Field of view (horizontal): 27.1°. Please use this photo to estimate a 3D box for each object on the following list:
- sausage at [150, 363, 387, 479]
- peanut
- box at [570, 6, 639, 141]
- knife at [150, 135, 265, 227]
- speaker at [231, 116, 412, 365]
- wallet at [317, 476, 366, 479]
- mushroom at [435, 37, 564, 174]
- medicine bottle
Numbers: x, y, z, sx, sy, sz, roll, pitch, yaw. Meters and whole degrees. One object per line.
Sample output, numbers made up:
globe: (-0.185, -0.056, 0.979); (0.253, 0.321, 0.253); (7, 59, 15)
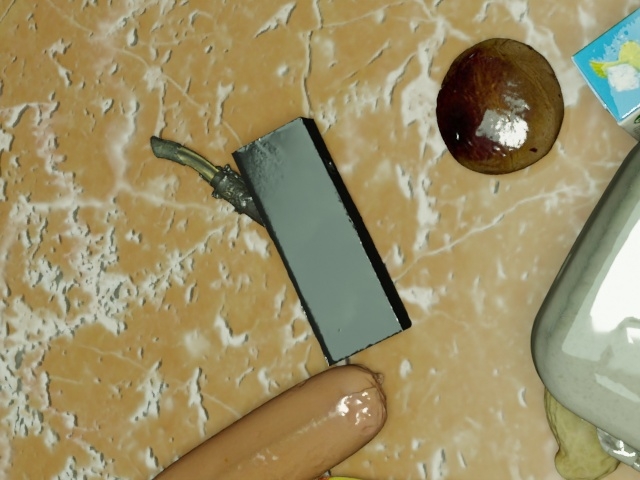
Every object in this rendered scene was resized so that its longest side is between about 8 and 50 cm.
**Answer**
sausage: (-0.060, 0.205, 1.230); (0.289, 0.086, 0.086); (-35, 75, 17)
peanut: (0.236, 0.115, 1.124); (0.082, 0.082, 0.187); (16, 93, 21)
box: (0.312, -0.167, 1.075); (0.194, 0.139, 0.073); (-35, 75, 16)
knife: (-0.076, -0.044, 1.284); (0.222, 0.021, 0.045); (25, 97, 17)
speaker: (0.000, 0.000, 1.226); (0.082, 0.044, 0.218); (-28, 83, 15)
wallet: (0.028, 0.317, 1.142); (0.141, 0.067, 0.241); (3, 47, 25)
mushroom: (0.157, -0.119, 1.182); (0.123, 0.052, 0.123); (-2, 85, 18)
medicine bottle: (0.364, 0.086, 1.010); (0.375, 0.123, 0.282); (29, 94, 6)
